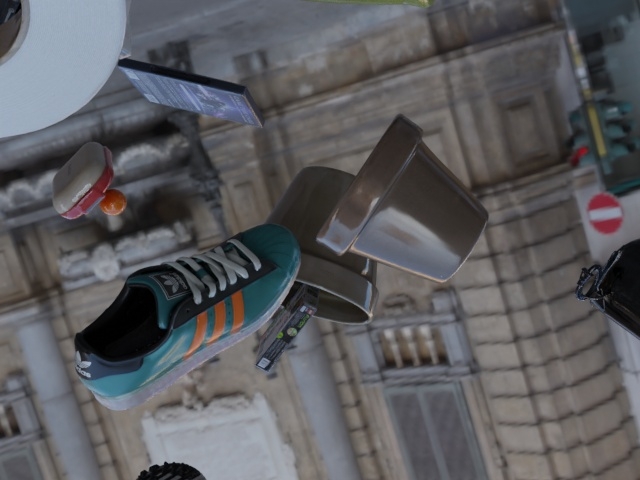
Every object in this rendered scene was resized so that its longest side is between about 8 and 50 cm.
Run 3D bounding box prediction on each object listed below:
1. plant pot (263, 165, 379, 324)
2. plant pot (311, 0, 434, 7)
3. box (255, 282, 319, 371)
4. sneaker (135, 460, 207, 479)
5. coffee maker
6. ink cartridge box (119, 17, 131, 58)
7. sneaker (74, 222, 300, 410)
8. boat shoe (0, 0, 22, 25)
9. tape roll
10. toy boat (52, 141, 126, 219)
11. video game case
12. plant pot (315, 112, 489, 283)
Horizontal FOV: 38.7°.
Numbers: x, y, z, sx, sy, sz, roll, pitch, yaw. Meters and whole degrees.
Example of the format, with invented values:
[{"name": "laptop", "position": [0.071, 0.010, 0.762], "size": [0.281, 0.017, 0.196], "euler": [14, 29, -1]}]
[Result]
[{"name": "plant pot", "position": [0.000, 0.000, 1.991], "size": [0.323, 0.280, 0.323], "euler": [17, 165, 4]}, {"name": "plant pot", "position": [0.065, -0.579, 1.650], "size": [0.353, 0.366, 0.366], "euler": [19, -164, 11]}, {"name": "box", "position": [-0.073, 0.186, 2.027], "size": [0.207, 0.036, 0.114], "euler": [-53, -167, 27]}, {"name": "sneaker", "position": [-0.143, 0.340, 1.079], "size": [0.078, 0.106, 0.234], "euler": [-22, -159, -40]}, {"name": "coffee maker", "position": [0.394, 0.089, 0.997], "size": [0.171, 0.120, 0.178], "euler": [-23, -133, -30]}, {"name": "ink cartridge box", "position": [-0.382, -0.401, 1.686], "size": [0.029, 0.115, 0.063], "euler": [-15, 161, 22]}, {"name": "sneaker", "position": [-0.145, 0.067, 1.040], "size": [0.302, 0.108, 0.121], "euler": [-39, 150, -19]}, {"name": "boat shoe", "position": [-0.625, -0.486, 1.889], "size": [0.102, 0.108, 0.301], "euler": [16, -135, 3]}, {"name": "tape roll", "position": [-0.370, -0.251, 0.846], "size": [0.392, 0.392, 0.072], "euler": [-14, -131, 17]}, {"name": "toy boat", "position": [-0.490, -0.113, 1.991], "size": [0.151, 0.151, 0.231], "euler": [-43, -152, 7]}, {"name": "video game case", "position": [-0.265, -0.307, 1.905], "size": [0.274, 0.026, 0.196], "euler": [14, 169, 11]}, {"name": "plant pot", "position": [0.155, -0.050, 1.551], "size": [0.263, 0.229, 0.263], "euler": [-58, -179, 1]}]
